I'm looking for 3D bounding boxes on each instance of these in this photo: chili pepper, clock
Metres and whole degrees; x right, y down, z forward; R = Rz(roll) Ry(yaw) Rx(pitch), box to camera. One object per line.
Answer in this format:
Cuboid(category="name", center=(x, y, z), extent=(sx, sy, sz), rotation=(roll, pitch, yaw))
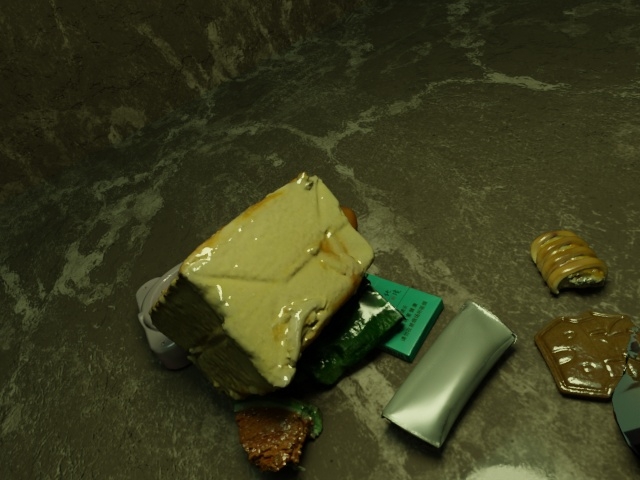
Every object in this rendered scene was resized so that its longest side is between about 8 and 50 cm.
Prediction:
Cuboid(category="chili pepper", center=(0.044, 0.214, 1.024), extent=(0.270, 0.099, 0.136), rotation=(-44, 77, -3))
Cuboid(category="clock", center=(-0.326, 0.158, 1.280), extent=(0.322, 0.113, 0.295), rotation=(-31, 41, -11))

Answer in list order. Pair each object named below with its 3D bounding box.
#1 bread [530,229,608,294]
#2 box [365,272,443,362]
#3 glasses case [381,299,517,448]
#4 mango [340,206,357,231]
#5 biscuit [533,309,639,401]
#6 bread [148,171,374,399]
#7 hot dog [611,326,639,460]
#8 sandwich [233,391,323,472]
Cuboid(category="bread", center=(0.530, 0.044, 1.022), extent=(0.119, 0.084, 0.177), rotation=(-17, 37, 7))
Cuboid(category="box", center=(0.146, 0.169, 1.096), extent=(0.227, 0.042, 0.161), rotation=(18, 57, 36))
Cuboid(category="glasses case", center=(0.255, 0.262, 0.921), extent=(0.128, 0.083, 0.308), rotation=(29, 63, 36))
Cuboid(category="mango", center=(0.000, 0.000, 1.290), extent=(0.253, 0.113, 0.138), rotation=(-38, 42, -12))
Cuboid(category="biscuit", center=(0.532, 0.205, 0.885), extent=(0.216, 0.034, 0.182), rotation=(-17, 42, 8))
Cuboid(category="bread", center=(-0.119, 0.095, 0.991), extent=(0.390, 0.279, 0.371), rotation=(-46, 7, -37))
Cuboid(category="hot dog", center=(0.610, 0.222, 0.771), extent=(0.326, 0.107, 0.194), rotation=(-25, 58, 5))
Cuboid(category="sandwich", center=(-0.096, 0.384, 0.944), extent=(0.185, 0.109, 0.159), rotation=(-4, 45, 30))
